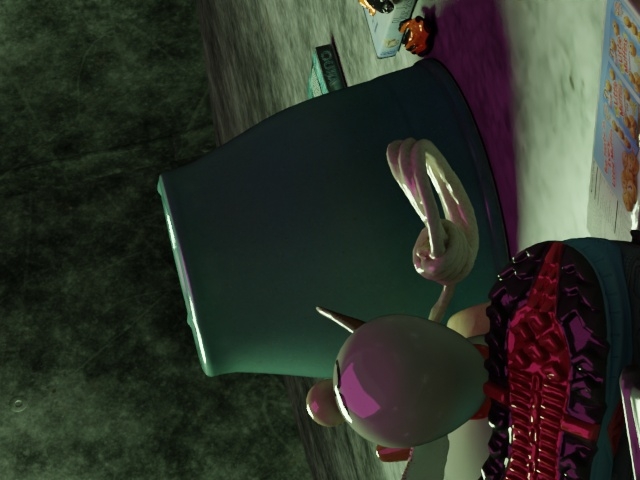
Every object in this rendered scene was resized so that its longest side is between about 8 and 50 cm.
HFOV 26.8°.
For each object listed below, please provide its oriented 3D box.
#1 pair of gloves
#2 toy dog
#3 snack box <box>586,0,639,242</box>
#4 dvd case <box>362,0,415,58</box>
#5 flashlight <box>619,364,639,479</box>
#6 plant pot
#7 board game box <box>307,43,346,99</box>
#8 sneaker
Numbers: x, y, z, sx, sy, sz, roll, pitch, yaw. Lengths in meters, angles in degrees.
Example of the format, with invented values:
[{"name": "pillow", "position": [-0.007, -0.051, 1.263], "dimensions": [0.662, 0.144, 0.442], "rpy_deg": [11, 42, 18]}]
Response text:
[{"name": "pair of gloves", "position": [0.065, -0.194, 1.154], "dimensions": [0.083, 0.010, 0.074], "rpy_deg": [47, 169, 3]}, {"name": "toy dog", "position": [0.066, 0.107, 0.868], "dimensions": [0.333, 0.161, 0.220], "rpy_deg": [46, -149, -46]}, {"name": "snack box", "position": [0.168, -0.053, 0.720], "dimensions": [0.064, 0.022, 0.178], "rpy_deg": [-110, 10, -45]}, {"name": "dvd case", "position": [0.051, -0.287, 1.181], "dimensions": [0.253, 0.022, 0.180], "rpy_deg": [107, 149, -76]}, {"name": "flashlight", "position": [0.199, 0.201, 0.622], "dimensions": [0.103, 0.103, 0.304], "rpy_deg": [-142, 39, -80]}, {"name": "plant pot", "position": [0.000, 0.000, 1.166], "dimensions": [0.271, 0.255, 0.271], "rpy_deg": [168, 90, -82]}, {"name": "board game box", "position": [0.023, -0.129, 1.638], "dimensions": [0.126, 0.026, 0.186], "rpy_deg": [106, 150, -71]}, {"name": "sneaker", "position": [0.154, 0.123, 0.713], "dimensions": [0.104, 0.125, 0.261], "rpy_deg": [33, 124, 50]}]
